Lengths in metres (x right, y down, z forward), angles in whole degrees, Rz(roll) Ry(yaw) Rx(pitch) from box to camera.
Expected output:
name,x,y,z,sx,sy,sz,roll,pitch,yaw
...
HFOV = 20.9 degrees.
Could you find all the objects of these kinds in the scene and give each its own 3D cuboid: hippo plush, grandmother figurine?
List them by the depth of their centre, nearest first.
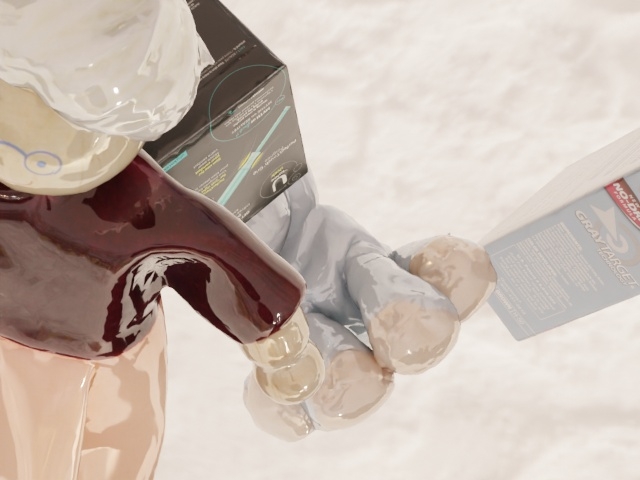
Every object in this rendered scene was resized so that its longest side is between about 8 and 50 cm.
name,x,y,z,sx,sy,sz,roll,pitch,yaw
grandmother figurine,-0.099,0.020,0.654,0.208,0.342,0.104,8,49,-3
hippo plush,0.000,0.000,1.504,0.236,0.234,0.294,51,39,-15

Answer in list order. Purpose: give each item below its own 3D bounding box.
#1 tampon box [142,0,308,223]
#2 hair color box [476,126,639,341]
name,x,y,z,sx,sy,sz,roll,pitch,yaw
tampon box,-0.091,-0.079,1.195,0.120,0.161,0.101,-39,68,-12
hair color box,0.305,-0.033,1.641,0.185,0.374,0.113,-39,93,-28
